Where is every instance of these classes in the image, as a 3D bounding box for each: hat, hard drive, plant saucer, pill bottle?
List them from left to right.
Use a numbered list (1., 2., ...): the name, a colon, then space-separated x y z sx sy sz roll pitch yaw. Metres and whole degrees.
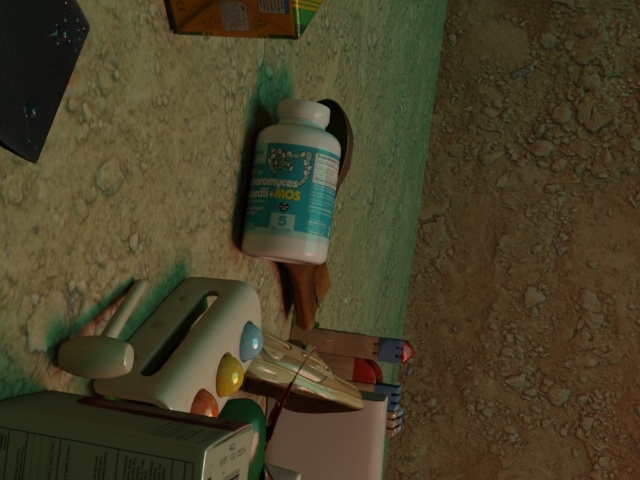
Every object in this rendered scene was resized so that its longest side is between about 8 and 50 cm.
1. hard drive: -0.279 -0.190 0.621 0.255 0.054 0.172 64 35 -63
2. hat: -0.086 0.247 1.068 0.173 0.183 0.209 23 41 -41
3. pill bottle: -0.045 -0.097 1.334 0.146 0.146 0.264 27 69 -74
4. hard drive: 0.003 0.458 1.559 0.047 0.233 0.353 -28 123 -72
5. plant saucer: 0.004 -0.155 1.442 0.036 0.198 0.199 10 86 -33

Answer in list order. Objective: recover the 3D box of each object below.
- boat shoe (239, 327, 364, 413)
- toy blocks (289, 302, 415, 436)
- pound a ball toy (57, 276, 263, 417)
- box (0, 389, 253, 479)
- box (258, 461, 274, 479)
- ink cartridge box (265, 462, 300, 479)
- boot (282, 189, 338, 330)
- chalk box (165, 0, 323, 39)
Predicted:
1. boat shoe: -0.037 0.224 1.375 0.341 0.121 0.110 32 52 -46
2. toy blocks: 0.057 0.336 1.657 0.191 0.260 0.382 24 73 -74
3. pound a ball toy: -0.171 0.143 0.991 0.319 0.135 0.208 -57 150 -60
4. box: -0.196 0.236 0.751 0.127 0.232 0.149 7 89 -75
5. box: -0.108 0.432 1.097 0.201 0.057 0.293 -14 73 -58
6. ink cartridge box: -0.123 0.529 1.300 0.197 0.114 0.273 -47 144 -57
7. boot: 0.000 0.000 1.591 0.280 0.096 0.264 74 27 -44
8. chalk box: -0.075 -0.409 1.038 0.289 0.179 0.180 -68 158 -45
